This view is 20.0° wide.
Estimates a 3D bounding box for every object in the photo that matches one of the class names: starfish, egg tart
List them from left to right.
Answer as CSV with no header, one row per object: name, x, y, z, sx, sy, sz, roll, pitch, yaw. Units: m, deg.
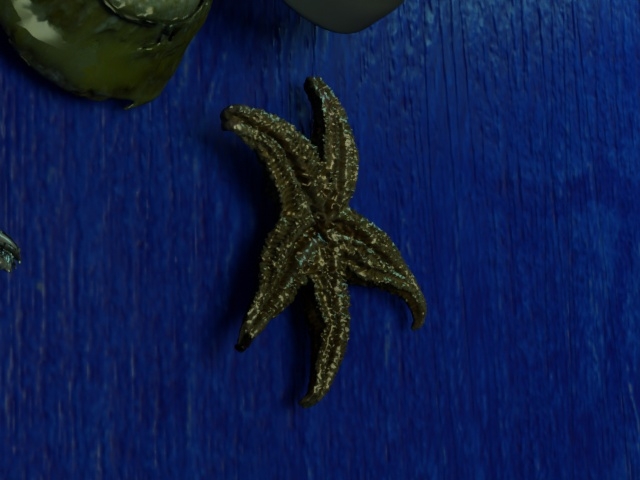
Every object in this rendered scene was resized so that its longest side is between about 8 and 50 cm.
egg tart,-0.134,-0.183,1.131,0.197,0.078,0.197,13,71,-41
starfish,-0.001,0.000,1.245,0.240,0.043,0.227,39,57,-37

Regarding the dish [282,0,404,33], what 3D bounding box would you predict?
dish,0.022,-0.288,1.222,0.273,0.134,0.273,39,40,-43

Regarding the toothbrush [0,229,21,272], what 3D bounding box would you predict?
toothbrush,-0.277,-0.058,0.991,0.288,0.026,0.024,37,98,-33
